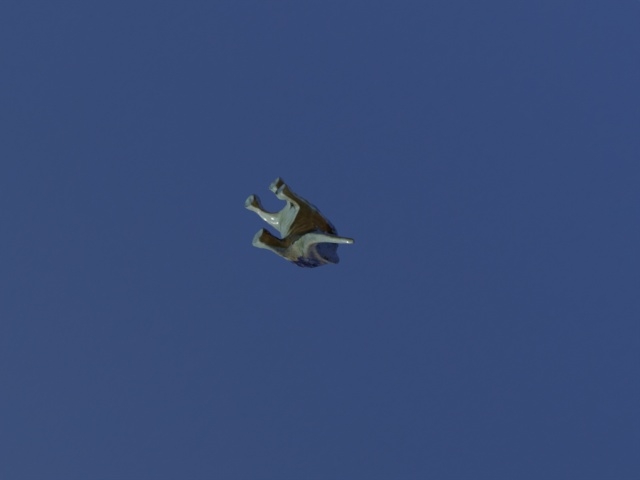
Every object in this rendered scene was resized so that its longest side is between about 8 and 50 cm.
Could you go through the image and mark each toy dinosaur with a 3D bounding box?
[{"bbox_3d":[-0.013,-0.008,0.913,0.058,0.180,0.037,27,-82,-3],"label":"toy dinosaur"}]
